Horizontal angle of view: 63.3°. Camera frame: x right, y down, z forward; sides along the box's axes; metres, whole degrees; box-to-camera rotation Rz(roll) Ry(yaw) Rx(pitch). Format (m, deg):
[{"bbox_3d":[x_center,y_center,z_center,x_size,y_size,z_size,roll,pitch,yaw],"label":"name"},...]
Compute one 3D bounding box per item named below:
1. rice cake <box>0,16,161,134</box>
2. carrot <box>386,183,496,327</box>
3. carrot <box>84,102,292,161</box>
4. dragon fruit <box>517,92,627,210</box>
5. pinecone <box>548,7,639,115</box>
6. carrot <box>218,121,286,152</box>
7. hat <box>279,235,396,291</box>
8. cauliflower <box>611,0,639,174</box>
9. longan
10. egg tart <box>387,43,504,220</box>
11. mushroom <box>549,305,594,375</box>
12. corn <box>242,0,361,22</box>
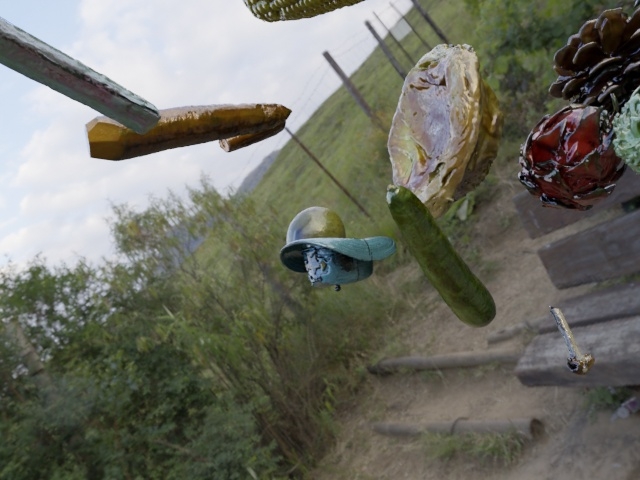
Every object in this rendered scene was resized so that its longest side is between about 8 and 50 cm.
[{"bbox_3d":[-0.241,-0.157,0.491,0.033,0.033,0.208,-41,-32,17],"label":"rice cake"},{"bbox_3d":[0.198,0.033,0.849,0.074,0.358,0.074,-25,39,22],"label":"carrot"},{"bbox_3d":[-0.181,-0.169,0.772,0.314,0.066,0.066,-14,-11,-27],"label":"carrot"},{"bbox_3d":[0.445,-0.147,0.924,0.182,0.188,0.182,1,-5,0],"label":"dragon fruit"},{"bbox_3d":[0.840,-0.418,1.425,0.384,0.384,0.384,-39,2,1],"label":"pinecone"},{"bbox_3d":[-0.140,-0.229,1.095,0.161,0.055,0.055,-37,0,-32],"label":"carrot"},{"bbox_3d":[0.029,0.036,0.767,0.138,0.078,0.191,-11,-6,44],"label":"hat"},{"bbox_3d":[0.542,-0.209,0.694,0.260,0.281,0.327,6,21,10],"label":"cauliflower"},{"bbox_3d":[0.000,0.000,1.238,0.176,0.145,0.154,12,-72,-46],"label":"longan"},{"bbox_3d":[0.236,-0.190,0.971,0.352,0.150,0.352,-172,90,-79],"label":"egg tart"},{"bbox_3d":[0.629,0.247,1.308,0.061,0.187,0.060,-14,-23,3],"label":"mushroom"},{"bbox_3d":[0.004,-0.334,0.629,0.119,0.119,0.322,-40,27,-30],"label":"corn"}]
